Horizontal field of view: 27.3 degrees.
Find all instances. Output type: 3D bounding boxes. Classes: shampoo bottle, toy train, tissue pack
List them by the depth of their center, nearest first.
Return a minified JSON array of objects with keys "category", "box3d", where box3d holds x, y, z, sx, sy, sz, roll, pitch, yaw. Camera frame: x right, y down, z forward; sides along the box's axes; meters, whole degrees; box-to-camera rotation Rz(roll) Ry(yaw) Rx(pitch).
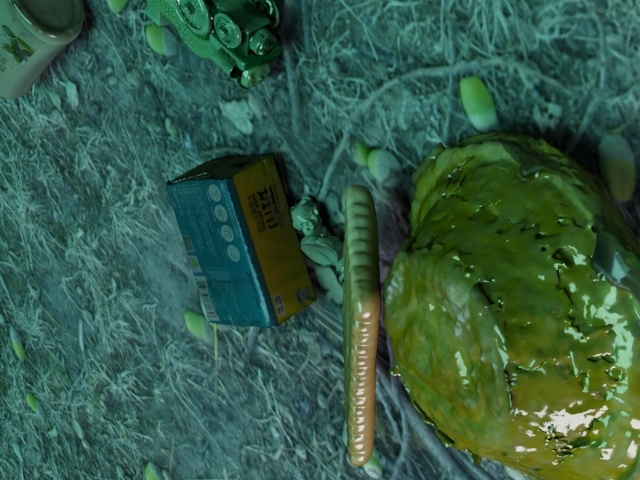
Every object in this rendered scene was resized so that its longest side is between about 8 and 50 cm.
[{"category":"toy train","box3d":[-0.108,-0.223,1.300,0.178,0.071,0.105,44,147,26]},{"category":"tissue pack","box3d":[-0.082,-0.001,1.390,0.120,0.082,0.169,-1,110,49]},{"category":"shampoo bottle","box3d":[-0.370,-0.245,1.586,0.234,0.087,0.118,-31,90,53]}]

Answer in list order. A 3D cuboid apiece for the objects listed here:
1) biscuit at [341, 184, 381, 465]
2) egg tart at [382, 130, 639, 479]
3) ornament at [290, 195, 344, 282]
[{"category":"biscuit","box3d":[0.038,0.083,1.241,0.250,0.030,0.160,90,179,-45]},{"category":"egg tart","box3d":[0.150,0.074,1.081,0.341,0.132,0.341,41,139,49]},{"category":"ornament","box3d":[0.002,0.002,1.327,0.092,0.041,0.068,57,167,-11]}]
